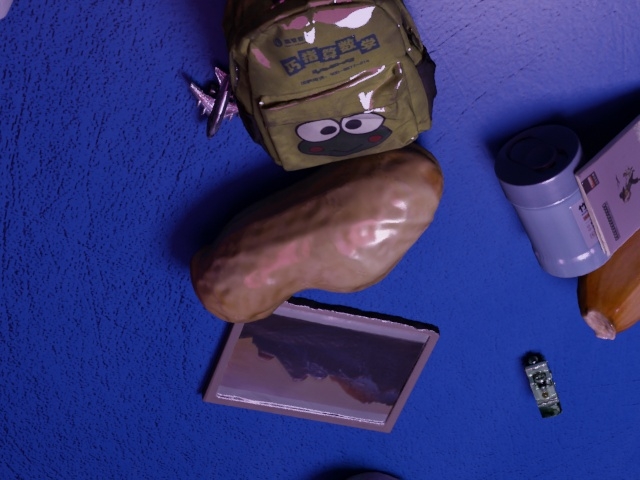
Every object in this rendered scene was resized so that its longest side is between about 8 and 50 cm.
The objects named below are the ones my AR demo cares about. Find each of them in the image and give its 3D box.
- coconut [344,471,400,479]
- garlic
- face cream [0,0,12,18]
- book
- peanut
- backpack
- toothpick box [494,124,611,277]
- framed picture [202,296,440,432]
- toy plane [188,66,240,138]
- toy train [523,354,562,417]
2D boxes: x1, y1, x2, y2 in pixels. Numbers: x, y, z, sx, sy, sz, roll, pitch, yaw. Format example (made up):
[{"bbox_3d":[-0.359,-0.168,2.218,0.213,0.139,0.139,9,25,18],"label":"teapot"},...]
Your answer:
[{"bbox_3d":[0.072,0.396,1.771,0.147,0.152,0.147,1,95,6],"label":"coconut"},{"bbox_3d":[0.390,0.017,1.526,0.206,0.128,0.115,-38,79,19],"label":"garlic"},{"bbox_3d":[-0.295,-0.300,1.198,0.101,0.101,0.252,14,126,-17],"label":"face cream"},{"bbox_3d":[0.364,-0.084,1.441,0.181,0.014,0.127,-41,128,-15],"label":"book"},{"bbox_3d":[0.000,0.000,1.447,0.318,0.147,0.147,-29,126,13],"label":"peanut"},{"bbox_3d":[0.006,-0.184,1.275,0.207,0.140,0.253,-14,151,5],"label":"backpack"},{"bbox_3d":[0.270,-0.044,1.466,0.101,0.101,0.153,-23,129,12],"label":"toothpick box"},{"bbox_3d":[0.000,0.158,1.651,0.265,0.018,0.192,12,125,-15],"label":"framed picture"},{"bbox_3d":[-0.108,-0.147,1.385,0.078,0.031,0.083,13,126,-16],"label":"toy plane"},{"bbox_3d":[0.291,0.189,1.684,0.033,0.053,0.083,-19,129,9],"label":"toy train"}]
